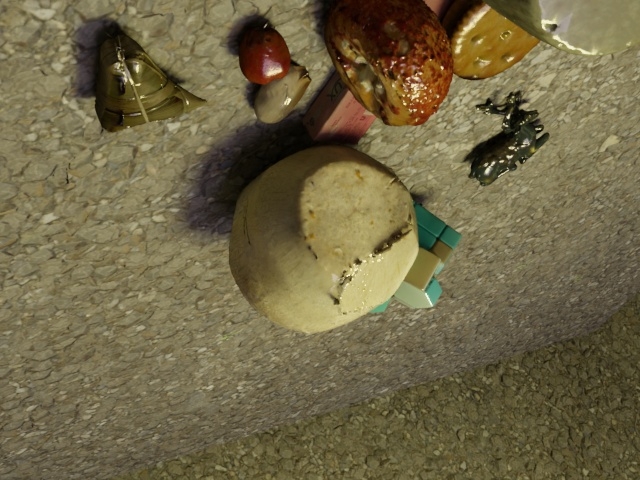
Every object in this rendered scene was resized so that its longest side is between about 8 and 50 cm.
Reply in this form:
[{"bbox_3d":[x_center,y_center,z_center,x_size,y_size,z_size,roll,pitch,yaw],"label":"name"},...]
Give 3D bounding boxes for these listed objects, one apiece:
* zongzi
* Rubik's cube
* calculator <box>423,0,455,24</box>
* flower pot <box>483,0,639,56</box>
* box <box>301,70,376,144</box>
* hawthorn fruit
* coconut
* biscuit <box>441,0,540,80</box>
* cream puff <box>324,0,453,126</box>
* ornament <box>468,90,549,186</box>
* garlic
[{"bbox_3d":[-0.236,-0.245,1.300,0.178,0.081,0.189,-13,152,-24],"label":"zongzi"},{"bbox_3d":[0.167,0.034,2.000,0.213,0.265,0.224,-50,173,-42],"label":"Rubik's cube"},{"bbox_3d":[0.247,-0.431,1.444,0.220,0.048,0.330,-7,145,-32],"label":"calculator"},{"bbox_3d":[0.296,-0.394,1.090,0.293,0.330,0.293,-11,134,-11],"label":"flower pot"},{"bbox_3d":[0.049,-0.241,1.595,0.111,0.060,0.156,-1,142,-41],"label":"box"},{"bbox_3d":[-0.088,-0.292,1.371,0.081,0.081,0.093,-22,124,-9],"label":"hawthorn fruit"},{"bbox_3d":[0.000,0.000,1.693,0.346,0.346,0.360,-12,171,-26],"label":"coconut"},{"bbox_3d":[0.296,-0.357,1.489,0.220,0.066,0.220,-22,149,-14],"label":"biscuit"},{"bbox_3d":[0.111,-0.292,1.388,0.164,0.240,0.240,-42,158,-17],"label":"cream puff"},{"bbox_3d":[0.383,-0.222,1.914,0.202,0.080,0.236,-34,155,10],"label":"ornament"},{"bbox_3d":[-0.071,-0.234,1.490,0.084,0.066,0.152,1,141,-46],"label":"garlic"}]
